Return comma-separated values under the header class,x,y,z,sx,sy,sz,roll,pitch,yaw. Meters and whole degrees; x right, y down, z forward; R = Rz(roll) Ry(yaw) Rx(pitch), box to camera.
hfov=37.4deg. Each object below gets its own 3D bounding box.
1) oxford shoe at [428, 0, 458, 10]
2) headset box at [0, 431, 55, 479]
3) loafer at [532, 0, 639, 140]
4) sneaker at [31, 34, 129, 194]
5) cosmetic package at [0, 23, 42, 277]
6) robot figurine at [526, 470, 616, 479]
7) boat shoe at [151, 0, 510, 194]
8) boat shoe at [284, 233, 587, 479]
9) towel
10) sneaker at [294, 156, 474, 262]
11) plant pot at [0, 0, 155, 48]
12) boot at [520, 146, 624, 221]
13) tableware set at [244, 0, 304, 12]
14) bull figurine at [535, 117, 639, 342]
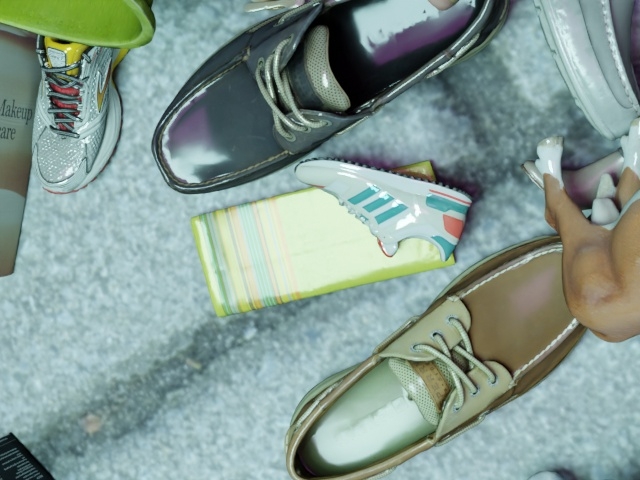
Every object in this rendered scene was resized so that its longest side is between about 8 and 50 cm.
class,x,y,z,sx,sy,sz,roll,pitch,yaw
oxford shoe,0.103,-0.361,0.713,0.146,0.140,0.397,-14,66,29
headset box,-0.286,0.342,0.850,0.283,0.246,0.131,44,100,6
loafer,0.224,-0.243,0.779,0.111,0.112,0.319,-16,88,21
sneaker,-0.238,-0.155,0.893,0.088,0.093,0.225,12,96,12
cosmetic package,-0.355,-0.115,0.893,0.129,0.153,0.296,11,96,10
robot figurine,0.212,0.333,0.746,0.353,0.200,0.300,-49,38,22
boat shoe,-0.004,-0.152,0.815,0.355,0.130,0.132,-31,95,12
boat shoe,0.103,0.120,0.817,0.324,0.120,0.122,-40,84,11
towel,0.000,0.000,0.887,0.237,0.021,0.102,-13,95,12
sneaker,0.050,-0.026,0.834,0.161,0.057,0.075,14,93,5
plant pot,-0.232,-0.366,0.632,0.366,0.366,0.353,17,86,11
boot,0.243,-0.055,0.806,0.118,0.042,0.087,35,118,-18
tableware set,-0.008,-0.280,0.874,0.141,0.020,0.168,-1,92,12
bull figurine,0.273,-0.026,0.650,0.310,0.101,0.188,-32,64,55
